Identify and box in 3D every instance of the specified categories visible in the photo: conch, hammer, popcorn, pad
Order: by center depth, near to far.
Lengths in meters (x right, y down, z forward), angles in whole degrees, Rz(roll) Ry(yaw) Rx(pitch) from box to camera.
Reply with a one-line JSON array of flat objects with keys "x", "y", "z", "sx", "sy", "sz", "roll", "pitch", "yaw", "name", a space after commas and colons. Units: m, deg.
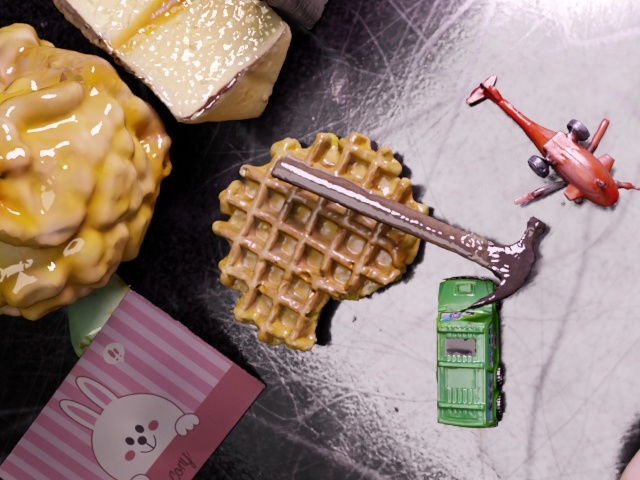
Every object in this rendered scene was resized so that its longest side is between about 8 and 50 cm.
[{"x": 0.082, "y": -0.025, "z": 0.935, "sx": 0.297, "sy": 0.027, "sz": 0.125, "roll": 25, "pitch": 81, "yaw": 11, "name": "hammer"}, {"x": -0.356, "y": -0.092, "z": 0.979, "sx": 0.349, "sy": 0.381, "sz": 0.348, "roll": -4, "pitch": 63, "yaw": 9, "name": "popcorn"}, {"x": -0.233, "y": 0.230, "z": 1.065, "sx": 0.202, "sy": 0.005, "sz": 0.299, "roll": 37, "pitch": 101, "yaw": -7, "name": "pad"}, {"x": -0.271, "y": 0.079, "z": 1.093, "sx": 0.106, "sy": 0.079, "sz": 0.170, "roll": -28, "pitch": 72, "yaw": 1, "name": "conch"}]

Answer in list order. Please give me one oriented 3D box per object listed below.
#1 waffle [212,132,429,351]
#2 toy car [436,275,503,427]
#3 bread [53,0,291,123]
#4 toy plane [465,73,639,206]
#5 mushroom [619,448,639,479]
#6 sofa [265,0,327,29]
[{"x": 0.000, "y": 0.000, "z": 1.004, "sx": 0.253, "sy": 0.056, "sz": 0.248, "roll": -7, "pitch": 86, "yaw": 17, "name": "waffle"}, {"x": 0.156, "y": 0.120, "z": 0.940, "sx": 0.071, "sy": 0.062, "sz": 0.165, "roll": 0, "pitch": 88, "yaw": 20, "name": "toy car"}, {"x": -0.173, "y": -0.249, "z": 1.033, "sx": 0.178, "sy": 0.141, "sz": 0.266, "roll": -39, "pitch": 70, "yaw": -18, "name": "bread"}, {"x": 0.239, "y": -0.111, "z": 0.916, "sx": 0.126, "sy": 0.077, "sz": 0.194, "roll": -24, "pitch": 71, "yaw": 9, "name": "toy plane"}, {"x": 0.421, "y": 0.309, "z": 0.731, "sx": 0.353, "sy": 0.353, "sz": 0.325, "roll": 18, "pitch": 125, "yaw": 19, "name": "mushroom"}, {"x": -0.095, "y": -0.366, "z": 0.972, "sx": 0.226, "sy": 0.210, "sz": 0.176, "roll": 24, "pitch": 98, "yaw": 16, "name": "sofa"}]
